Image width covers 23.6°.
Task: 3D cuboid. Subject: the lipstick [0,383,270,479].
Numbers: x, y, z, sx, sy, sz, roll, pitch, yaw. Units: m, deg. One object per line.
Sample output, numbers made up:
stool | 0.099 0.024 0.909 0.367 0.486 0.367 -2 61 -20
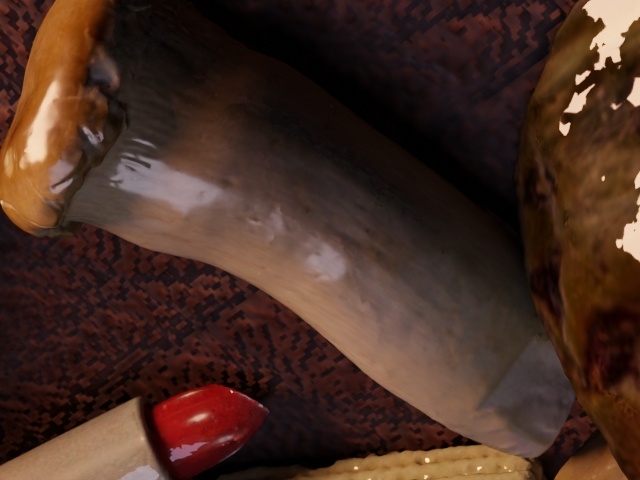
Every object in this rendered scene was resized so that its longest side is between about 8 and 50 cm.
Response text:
lipstick | -0.102 0.100 0.572 0.186 0.057 0.063 -26 96 4

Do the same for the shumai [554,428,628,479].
shumai | 0.138 0.121 0.512 0.145 0.145 0.116 1 153 14

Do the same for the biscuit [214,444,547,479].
biscuit | 0.004 0.138 0.604 0.199 0.040 0.121 -10 122 22

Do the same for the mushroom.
mushroom | 0.000 0.000 0.467 0.209 0.084 0.071 32 151 -16

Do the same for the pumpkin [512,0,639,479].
pumpkin | 0.208 0.029 0.390 0.312 0.148 0.169 19 136 -6
